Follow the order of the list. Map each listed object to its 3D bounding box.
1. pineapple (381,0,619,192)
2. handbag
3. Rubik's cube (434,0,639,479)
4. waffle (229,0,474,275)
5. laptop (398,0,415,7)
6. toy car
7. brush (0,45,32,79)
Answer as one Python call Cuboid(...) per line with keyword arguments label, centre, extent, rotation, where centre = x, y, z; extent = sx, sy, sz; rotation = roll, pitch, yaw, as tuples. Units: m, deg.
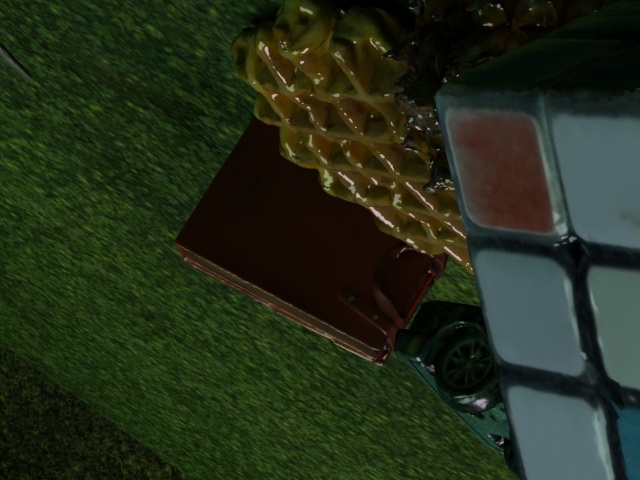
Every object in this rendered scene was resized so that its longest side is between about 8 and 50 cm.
Cuboid(label="pineapple", centre=(0.093, -0.077, 0.959), extent=(0.176, 0.137, 0.161), rotation=(-34, 75, 50))
Cuboid(label="handbag", centre=(0.000, 0.000, 1.464), extent=(0.190, 0.127, 0.063), rotation=(28, 164, 15))
Cuboid(label="Rubik's cube", centre=(0.237, 0.019, 0.745), extent=(0.259, 0.256, 0.253), rotation=(11, 120, 50))
Cuboid(label="waffle", centre=(0.080, -0.057, 1.280), extent=(0.329, 0.062, 0.329), rotation=(30, 162, 11))
Cuboid(label="laptop", centre=(0.047, -0.181, 1.074), extent=(0.129, 0.016, 0.180), rotation=(26, 163, 23))
Cuboid(label="toy car", centre=(0.200, 0.104, 1.100), extent=(0.320, 0.097, 0.141), rotation=(13, 156, 43))
Cuboid(label="brush", centre=(-0.292, -0.170, 1.703), extent=(0.016, 0.013, 0.083), rotation=(13, 156, 43))
